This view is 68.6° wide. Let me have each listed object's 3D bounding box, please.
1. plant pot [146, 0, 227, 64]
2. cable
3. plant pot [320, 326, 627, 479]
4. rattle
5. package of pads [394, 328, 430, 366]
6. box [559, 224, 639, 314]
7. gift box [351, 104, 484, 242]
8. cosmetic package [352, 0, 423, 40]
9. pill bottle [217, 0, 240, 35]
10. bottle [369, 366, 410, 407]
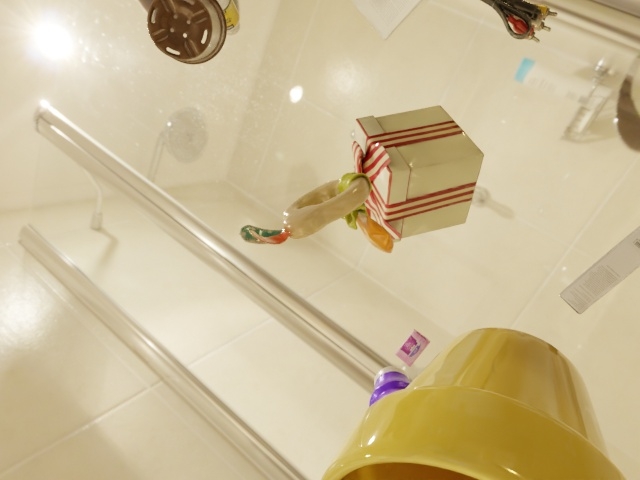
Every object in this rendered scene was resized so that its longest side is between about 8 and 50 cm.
[{"bbox_3d":[-0.286,-0.452,0.986,0.166,0.167,0.165,-63,17,19],"label":"plant pot"},{"bbox_3d":[0.516,-0.654,1.333,0.139,0.287,0.072,-56,-15,-7],"label":"cable"},{"bbox_3d":[0.160,0.214,0.444,0.239,0.254,0.253,-38,-26,-53],"label":"plant pot"},{"bbox_3d":[0.000,0.000,0.642,0.200,0.130,0.142,-45,-47,-41],"label":"rattle"},{"bbox_3d":[0.225,0.263,1.150,0.083,0.050,0.032,-54,-17,9],"label":"package of pads"},{"bbox_3d":[0.607,0.052,0.961,0.232,0.058,0.322,-47,-27,17],"label":"box"},{"bbox_3d":[0.210,-0.153,1.114,0.259,0.276,0.255,-13,-47,-9],"label":"gift box"},{"bbox_3d":[0.188,-0.662,1.101,0.161,0.230,0.453,-42,12,2],"label":"cosmetic package"},{"bbox_3d":[-0.356,-0.835,1.720,0.103,0.103,0.184,-55,-10,-1],"label":"pill bottle"},{"bbox_3d":[0.128,0.305,0.747,0.118,0.092,0.283,-58,7,14],"label":"bottle"}]
